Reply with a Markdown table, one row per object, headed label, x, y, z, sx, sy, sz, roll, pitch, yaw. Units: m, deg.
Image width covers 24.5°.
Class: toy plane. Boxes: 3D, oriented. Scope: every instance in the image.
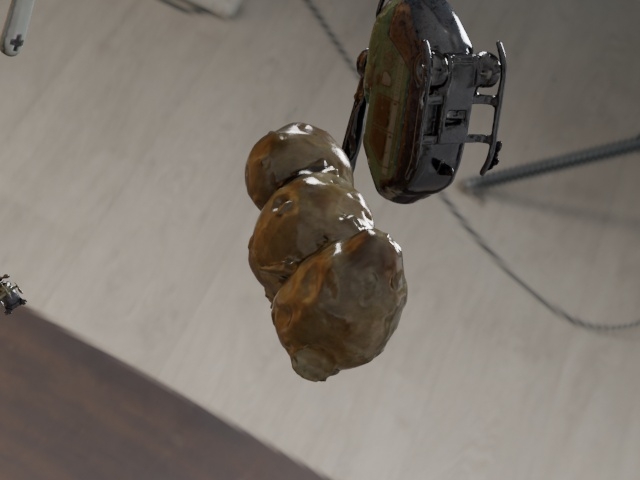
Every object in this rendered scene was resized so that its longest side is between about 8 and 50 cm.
| label | x | y | z | sx | sy | sz | roll | pitch | yaw |
| --- | --- | --- | --- | --- | --- | --- | --- | --- | --- |
| toy plane | 0.086 | -0.184 | 1.348 | 0.106 | 0.382 | 0.155 | -7 | 21 | -36 |
| toy plane | -0.375 | 0.062 | 1.761 | 0.031 | 0.120 | 0.049 | -34 | 99 | -13 |

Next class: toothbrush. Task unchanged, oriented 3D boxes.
| label | x | y | z | sx | sy | sz | roll | pitch | yaw |
| --- | --- | --- | --- | --- | --- | --- | --- | --- | --- |
| toothbrush | -0.236 | -0.308 | 1.324 | 0.030 | 0.304 | 0.030 | 19 | 13 | -5 |

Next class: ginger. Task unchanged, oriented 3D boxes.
| label | x | y | z | sx | sy | sz | roll | pitch | yaw |
| --- | --- | --- | --- | --- | --- | --- | --- | --- | --- |
| ginger | 0.000 | 0.000 | 0.949 | 0.080 | 0.104 | 0.204 | 23 | 26 | -29 |
